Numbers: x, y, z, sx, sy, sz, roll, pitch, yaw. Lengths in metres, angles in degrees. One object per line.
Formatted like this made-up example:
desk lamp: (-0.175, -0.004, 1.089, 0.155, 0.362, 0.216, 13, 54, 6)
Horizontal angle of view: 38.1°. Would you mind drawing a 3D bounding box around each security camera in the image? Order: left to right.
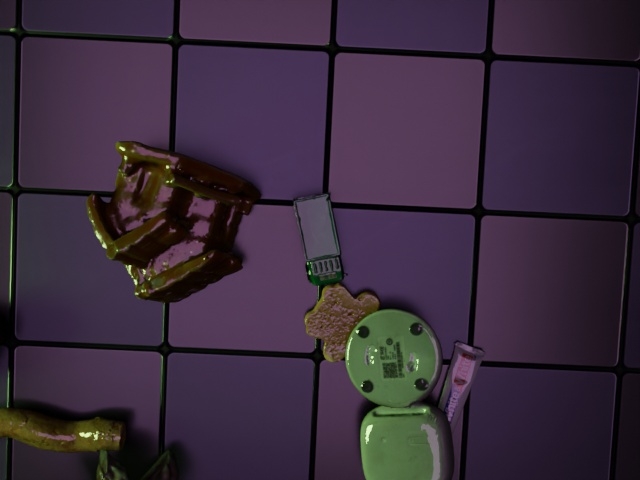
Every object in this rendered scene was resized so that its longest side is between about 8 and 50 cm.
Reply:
security camera: (0.130, 0.256, 1.475, 0.157, 0.080, 0.301, -6, 91, 20)

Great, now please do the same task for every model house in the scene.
model house: (-0.229, -0.014, 1.413, 0.220, 0.199, 0.229, 15, 90, 10)

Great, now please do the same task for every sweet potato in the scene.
sweet potato: (-0.456, 0.306, 1.498, 0.281, 0.059, 0.067, 6, 125, 2)

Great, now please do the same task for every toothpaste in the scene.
toothpaste: (0.211, 0.275, 1.518, 0.052, 0.033, 0.218, 19, 91, 7)

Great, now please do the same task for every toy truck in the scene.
toy truck: (0.000, 0.000, 1.468, 0.065, 0.079, 0.147, -11, 97, 0)

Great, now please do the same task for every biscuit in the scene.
biscuit: (0.065, 0.146, 1.505, 0.184, 0.027, 0.133, 22, 98, -4)

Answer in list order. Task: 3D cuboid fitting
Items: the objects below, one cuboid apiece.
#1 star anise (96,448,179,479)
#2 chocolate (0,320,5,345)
star anise: (-0.288, 0.482, 1.435, 0.332, 0.117, 0.331, 3, 84, -28)
chocolate: (-0.575, 0.168, 1.477, 0.125, 0.080, 0.148, 37, 101, 8)
